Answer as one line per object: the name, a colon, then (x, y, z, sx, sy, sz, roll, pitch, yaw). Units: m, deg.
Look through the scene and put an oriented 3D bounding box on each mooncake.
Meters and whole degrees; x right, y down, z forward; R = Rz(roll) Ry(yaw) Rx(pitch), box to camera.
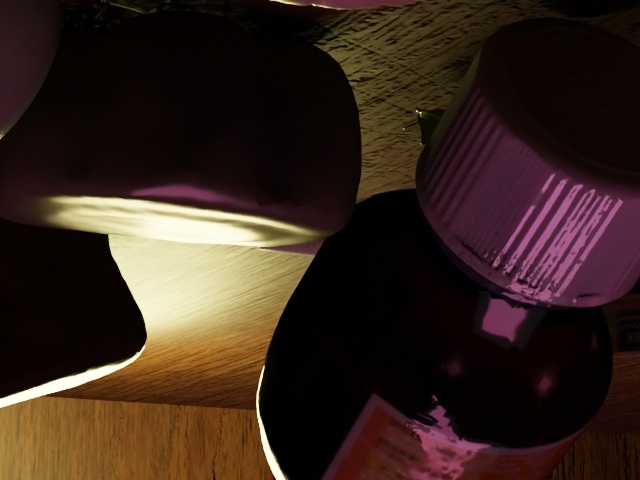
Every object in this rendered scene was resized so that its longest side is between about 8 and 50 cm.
mooncake: (-0.331, 0.069, 1.620, 0.324, 0.187, 0.324, -17, 175, -2)
mooncake: (-0.102, -0.069, 1.223, 0.275, 0.135, 0.275, 3, 170, 0)

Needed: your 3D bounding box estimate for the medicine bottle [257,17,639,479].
medicine bottle: (0.110, 0.040, 1.230, 0.242, 0.242, 0.395, 5, 141, -20)

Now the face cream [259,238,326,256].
face cream: (0.000, 0.000, 1.759, 0.130, 0.034, 0.034, 7, 166, -29)

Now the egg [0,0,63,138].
egg: (-0.264, -0.112, 0.856, 0.283, 0.203, 0.203, -2, 168, 17)

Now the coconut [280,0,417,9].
coconut: (0.007, -0.181, 0.560, 0.202, 0.202, 0.222, 1, 162, -3)

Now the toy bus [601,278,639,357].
toy bus: (0.339, 0.014, 1.430, 0.177, 0.202, 0.365, -7, 165, 35)

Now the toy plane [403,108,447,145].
toy plane: (0.121, -0.088, 1.340, 0.111, 0.040, 0.102, 2, 169, -12)
